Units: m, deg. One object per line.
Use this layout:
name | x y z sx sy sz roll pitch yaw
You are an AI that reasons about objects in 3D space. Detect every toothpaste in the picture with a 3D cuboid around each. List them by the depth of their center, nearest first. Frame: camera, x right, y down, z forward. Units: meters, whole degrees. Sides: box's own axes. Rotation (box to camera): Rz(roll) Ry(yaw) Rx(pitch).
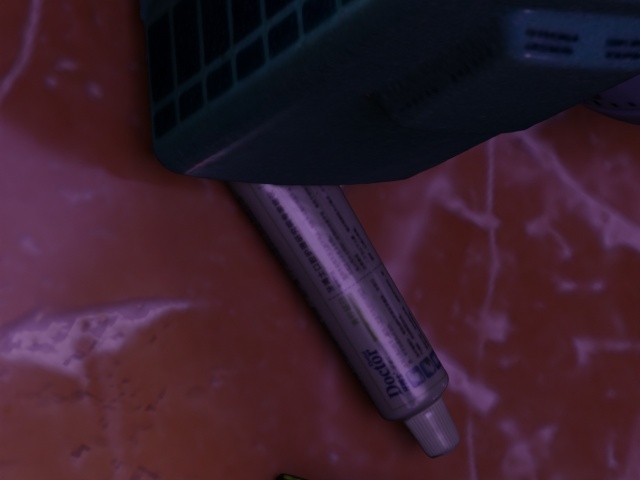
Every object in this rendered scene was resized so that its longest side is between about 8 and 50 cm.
toothpaste | 0.000 0.000 0.760 0.048 0.029 0.197 -36 100 -26

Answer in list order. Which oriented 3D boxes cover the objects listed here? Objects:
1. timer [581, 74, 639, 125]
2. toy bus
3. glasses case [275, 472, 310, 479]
timer | 0.184 -0.112 0.771 0.255 0.175 0.175 12 85 -20
toy bus | 0.036 -0.104 0.643 0.128 0.256 0.147 0 79 -25
glasses case | 0.101 0.172 0.788 0.272 0.062 0.095 17 83 -25
